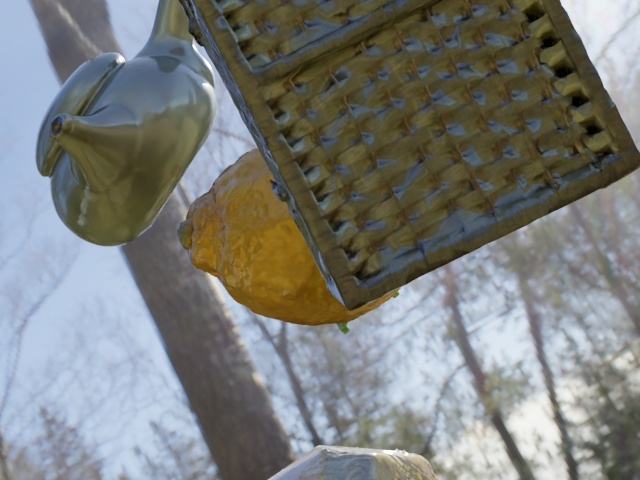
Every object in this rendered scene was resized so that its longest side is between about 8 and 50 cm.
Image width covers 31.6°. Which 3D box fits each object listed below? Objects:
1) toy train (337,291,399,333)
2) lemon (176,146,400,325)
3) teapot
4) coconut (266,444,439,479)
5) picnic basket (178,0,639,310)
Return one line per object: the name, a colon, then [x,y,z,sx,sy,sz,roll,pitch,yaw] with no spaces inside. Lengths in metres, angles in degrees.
toy train: [0.000,0.000,0.982,0.099,0.149,0.081,-37,-51,5]
lemon: [-0.010,-0.009,0.818,0.187,0.142,0.142,-5,-22,-11]
teapot: [-0.173,-0.148,1.140,0.318,0.149,0.220,-62,10,-27]
coconut: [0.020,0.413,1.386,0.309,0.297,0.297,-38,-19,20]
picnic basket: [0.020,-0.084,0.495,0.134,0.196,0.154,-28,2,-5]
